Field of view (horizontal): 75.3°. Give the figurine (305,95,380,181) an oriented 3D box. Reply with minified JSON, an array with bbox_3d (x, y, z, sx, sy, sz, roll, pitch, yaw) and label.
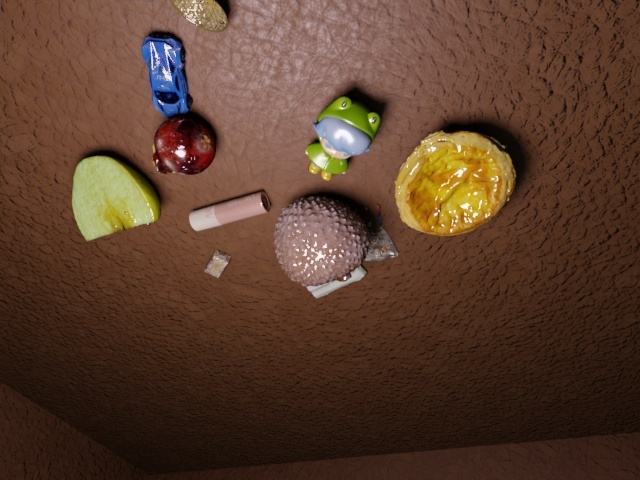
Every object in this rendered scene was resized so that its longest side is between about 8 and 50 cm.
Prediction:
[{"bbox_3d":[0.047,-0.262,1.099,0.162,0.143,0.263,29,145,-9],"label":"figurine"}]

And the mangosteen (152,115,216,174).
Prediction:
[{"bbox_3d":[-0.380,-0.248,1.126,0.180,0.166,0.166,-18,127,30],"label":"mangosteen"}]

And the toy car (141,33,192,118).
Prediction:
[{"bbox_3d":[-0.391,-0.406,1.055,0.103,0.063,0.216,6,131,0],"label":"toy car"}]

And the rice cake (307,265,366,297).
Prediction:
[{"bbox_3d":[0.052,0.139,1.499,0.226,0.040,0.085,-29,123,27],"label":"rice cake"}]

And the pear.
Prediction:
[{"bbox_3d":[-0.624,-0.148,1.263,0.288,0.139,0.239,-13,113,22],"label":"pear"}]

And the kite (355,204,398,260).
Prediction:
[{"bbox_3d":[0.174,-0.016,1.371,0.141,0.015,0.245,-10,130,11],"label":"kite"}]

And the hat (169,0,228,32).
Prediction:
[{"bbox_3d":[-0.263,-0.546,0.929,0.146,0.067,0.146,20,171,3],"label":"hat"}]

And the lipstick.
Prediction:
[{"bbox_3d":[-0.288,-0.091,1.312,0.255,0.070,0.070,-14,128,16],"label":"lipstick"}]

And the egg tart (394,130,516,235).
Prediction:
[{"bbox_3d":[0.360,-0.160,1.152,0.342,0.132,0.341,2,132,3],"label":"egg tart"}]

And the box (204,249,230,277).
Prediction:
[{"bbox_3d":[-0.371,0.084,1.489,0.062,0.045,0.098,29,126,-18],"label":"box"}]

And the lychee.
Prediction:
[{"bbox_3d":[0.006,0.000,1.238,0.300,0.300,0.299,3,131,3],"label":"lychee"}]
